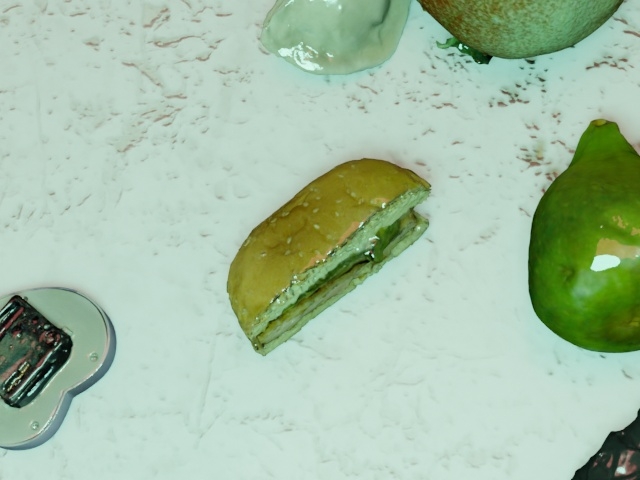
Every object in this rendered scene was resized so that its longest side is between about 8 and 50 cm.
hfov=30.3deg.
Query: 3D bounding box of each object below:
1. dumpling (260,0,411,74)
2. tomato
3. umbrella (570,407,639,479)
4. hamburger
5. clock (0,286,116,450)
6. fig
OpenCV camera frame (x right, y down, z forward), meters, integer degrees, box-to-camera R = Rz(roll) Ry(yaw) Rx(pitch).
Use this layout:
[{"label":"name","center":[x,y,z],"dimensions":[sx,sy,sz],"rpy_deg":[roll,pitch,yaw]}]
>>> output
[{"label":"dumpling","center":[0.028,-0.273,1.425],"dimensions":[0.181,0.111,0.155],"rpy_deg":[-42,99,17]},{"label":"tomato","center":[0.225,-0.366,1.334],"dimensions":[0.303,0.239,0.303],"rpy_deg":[3,69,-7]},{"label":"umbrella","center":[0.354,0.208,1.194],"dimensions":[0.358,0.113,0.106],"rpy_deg":[-45,55,-3]},{"label":"hamburger","center":[0.000,0.000,1.312],"dimensions":[0.262,0.124,0.131],"rpy_deg":[-36,68,-6]},{"label":"clock","center":[-0.342,0.130,1.350],"dimensions":[0.172,0.064,0.198],"rpy_deg":[37,78,18]},{"label":"fig","center":[0.308,-0.020,1.253],"dimensions":[0.206,0.206,0.275],"rpy_deg":[-10,49,5]}]
